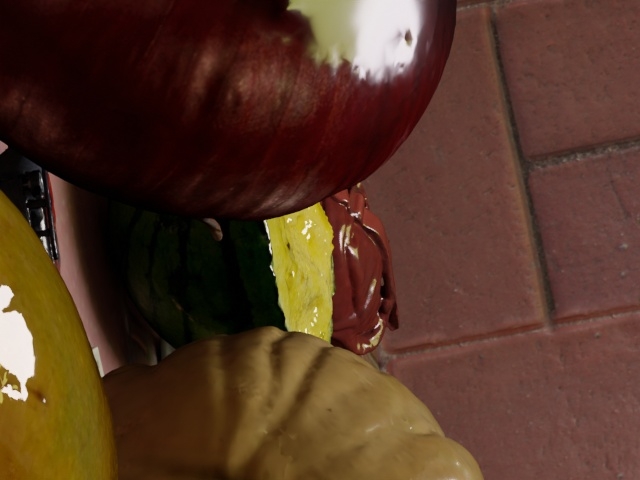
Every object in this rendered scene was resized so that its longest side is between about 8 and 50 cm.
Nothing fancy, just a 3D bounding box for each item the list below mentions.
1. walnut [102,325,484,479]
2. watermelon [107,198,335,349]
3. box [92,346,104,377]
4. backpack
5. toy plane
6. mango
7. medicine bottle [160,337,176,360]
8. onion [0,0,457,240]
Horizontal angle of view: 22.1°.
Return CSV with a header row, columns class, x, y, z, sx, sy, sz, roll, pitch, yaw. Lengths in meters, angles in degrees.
class,x,y,z,sx,sy,sz,roll,pitch,yaw
walnut,-0.029,0.155,0.692,0.261,0.224,0.225,82,0,-62
watermelon,-0.067,-0.010,1.020,0.232,0.127,0.204,53,25,-63
box,-0.119,0.099,0.825,0.054,0.024,0.083,-66,145,-83
backpack,-0.003,0.000,1.591,0.229,0.138,0.229,-7,90,-88
toy plane,-0.141,-0.027,0.776,0.060,0.037,0.145,71,10,-79
mango,-0.116,0.064,0.479,0.253,0.113,0.138,83,-12,-58
medicine bottle,-0.072,0.098,1.145,0.118,0.055,0.074,43,36,-82
onion,-0.071,-0.114,0.724,0.285,0.273,0.273,118,-27,-49
